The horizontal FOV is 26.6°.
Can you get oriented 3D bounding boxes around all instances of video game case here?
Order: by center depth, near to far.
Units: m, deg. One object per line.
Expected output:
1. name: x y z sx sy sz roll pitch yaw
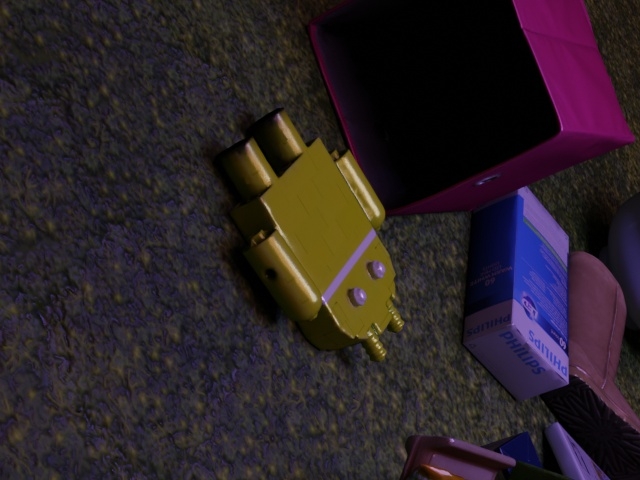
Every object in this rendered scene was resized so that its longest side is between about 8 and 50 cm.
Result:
1. video game case: 0.369 0.359 1.685 0.206 0.026 0.227 46 15 -30

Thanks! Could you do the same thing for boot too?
1. boot: 0.398 0.174 1.870 0.236 0.089 0.269 54 31 -21

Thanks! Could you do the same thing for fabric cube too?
1. fabric cube: 0.184 -0.188 1.621 0.258 0.254 0.259 -3 72 -60

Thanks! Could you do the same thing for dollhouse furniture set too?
1. dollhouse furniture set: 0.187 0.314 1.298 0.301 0.151 0.197 25 83 -49

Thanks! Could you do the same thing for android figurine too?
1. android figurine: 0.000 0.000 1.399 0.273 0.056 0.248 58 31 -10

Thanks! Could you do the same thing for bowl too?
1. bowl: 0.525 0.054 2.103 0.298 0.134 0.298 37 41 -40

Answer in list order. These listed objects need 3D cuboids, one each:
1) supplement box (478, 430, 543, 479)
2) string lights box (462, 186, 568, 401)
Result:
1. supplement box: 0.188 0.255 1.486 0.083 0.083 0.056 -12 79 -59
2. string lights box: 0.255 0.059 1.733 0.133 0.077 0.259 46 36 -30
